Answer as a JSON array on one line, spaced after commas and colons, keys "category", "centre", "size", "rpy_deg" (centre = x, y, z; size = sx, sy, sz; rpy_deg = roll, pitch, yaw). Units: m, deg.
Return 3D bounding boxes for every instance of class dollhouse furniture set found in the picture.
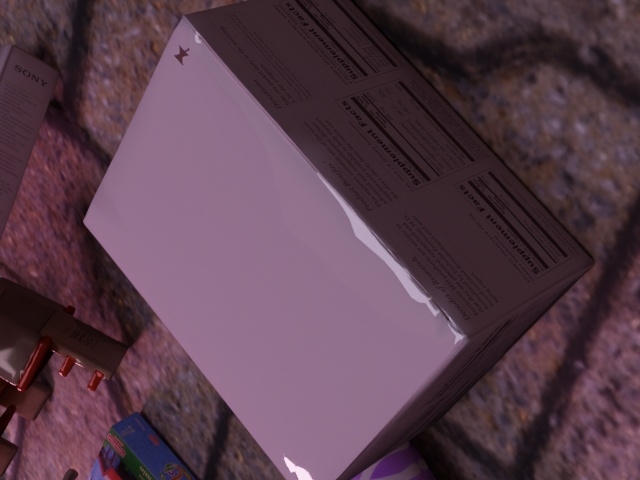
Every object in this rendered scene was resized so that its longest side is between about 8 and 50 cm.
[{"category": "dollhouse furniture set", "centre": [-0.300, 0.179, 1.084], "size": [0.135, 0.262, 0.259], "rpy_deg": [30, 104, -6]}]

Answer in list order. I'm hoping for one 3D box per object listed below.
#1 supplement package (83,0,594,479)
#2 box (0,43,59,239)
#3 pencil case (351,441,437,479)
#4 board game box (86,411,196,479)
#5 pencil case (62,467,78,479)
[{"category": "supplement package", "centre": [0.000, 0.000, 0.786], "size": [0.262, 0.145, 0.204], "rpy_deg": [50, 133, 16]}, {"category": "box", "centre": [-0.355, 0.001, 1.038], "size": [0.232, 0.058, 0.321], "rpy_deg": [-14, 53, 45]}, {"category": "pencil case", "centre": [0.061, 0.211, 0.865], "size": [0.206, 0.086, 0.088], "rpy_deg": [55, 169, 13]}, {"category": "board game box", "centre": [-0.167, 0.288, 1.138], "size": [0.160, 0.039, 0.211], "rpy_deg": [45, 133, 19]}, {"category": "pencil case", "centre": [-0.125, 0.378, 1.002], "size": [0.410, 0.183, 0.160], "rpy_deg": [34, 173, 11]}]
